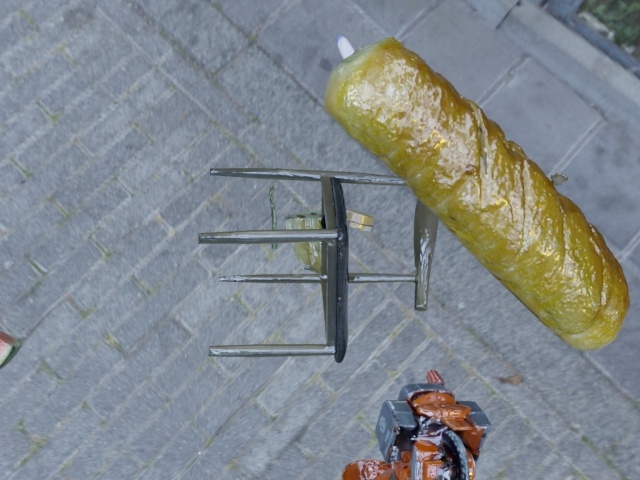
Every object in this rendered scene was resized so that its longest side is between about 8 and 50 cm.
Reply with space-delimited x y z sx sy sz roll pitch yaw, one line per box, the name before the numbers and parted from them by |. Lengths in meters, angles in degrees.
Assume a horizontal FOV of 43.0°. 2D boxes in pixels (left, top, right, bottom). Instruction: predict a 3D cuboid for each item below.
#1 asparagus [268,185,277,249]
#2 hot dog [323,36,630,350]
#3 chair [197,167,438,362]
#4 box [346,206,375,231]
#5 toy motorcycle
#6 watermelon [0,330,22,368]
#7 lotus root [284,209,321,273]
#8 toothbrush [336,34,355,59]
asparagus | -0.112 -0.056 1.906 0.016 0.016 0.162 1 70 -17
hot dog | 0.117 -0.025 0.549 0.286 0.061 0.087 36 67 -21
chair | 0.009 0.021 0.914 0.272 0.188 0.166 -2 33 -1
box | 0.074 -0.053 1.893 0.106 0.105 0.037 17 96 -4
toy motorcycle | 0.106 0.309 1.006 0.148 0.221 0.325 3 119 -20
watermelon | -0.687 0.222 1.724 0.125 0.135 0.094 -43 111 -47
lotus root | 0.000 -0.001 1.780 0.143 0.070 0.144 7 113 20
toothbrush | 0.085 -0.162 1.036 0.021 0.027 0.269 -17 65 -25
